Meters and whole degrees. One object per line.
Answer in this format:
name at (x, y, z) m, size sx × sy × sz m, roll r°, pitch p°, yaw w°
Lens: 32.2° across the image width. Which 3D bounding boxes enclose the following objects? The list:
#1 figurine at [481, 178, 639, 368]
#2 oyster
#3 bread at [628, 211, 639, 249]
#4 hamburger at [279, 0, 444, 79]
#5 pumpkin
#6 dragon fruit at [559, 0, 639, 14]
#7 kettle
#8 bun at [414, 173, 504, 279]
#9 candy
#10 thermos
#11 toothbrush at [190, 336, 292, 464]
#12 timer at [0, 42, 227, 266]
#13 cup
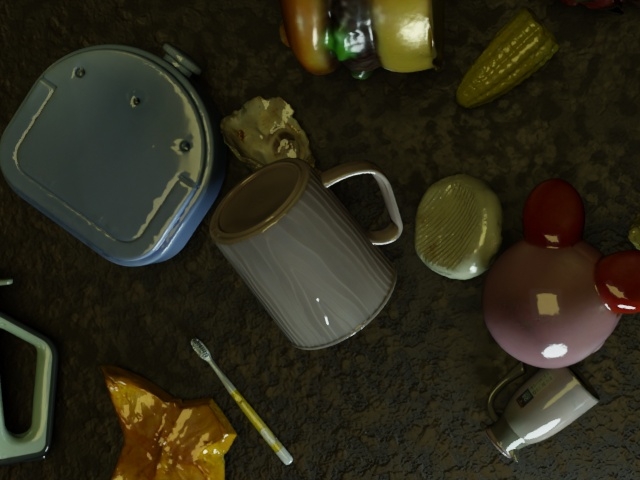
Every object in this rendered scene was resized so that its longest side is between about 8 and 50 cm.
figurine at (0.371, 0.087, 1.783) m, size 0.269 × 0.211 × 0.261 m, roll 44°, pitch 139°, yaw 17°
oyster at (-0.077, -0.144, 1.961) m, size 0.161 × 0.107 × 0.233 m, roll -39°, pitch 77°, yaw -27°
bread at (0.633, -0.006, 1.828) m, size 0.262 × 0.162 × 0.204 m, roll -37°, pitch 82°, yaw -20°
hamburger at (0.060, -0.467, 1.800) m, size 0.277 × 0.396 × 0.396 m, roll 0°, pitch 90°, yaw 9°
pumpkin at (-0.284, 0.379, 2.002) m, size 0.258 × 0.095 × 0.290 m, roll 4°, pitch 88°, yaw 13°
dragon fruit at (0.470, -0.467, 1.829) m, size 0.274 × 0.192 × 0.193 m, roll 3°, pitch 68°, yaw -23°
kettle at (-0.660, 0.234, 2.012) m, size 0.361 × 0.250 × 0.377 m, roll -8°, pitch 92°, yaw -20°
bun at (0.248, -0.022, 1.913) m, size 0.183 × 0.102 × 0.183 m, roll -8°, pitch 79°, yaw 43°
candy at (0.313, -0.302, 1.906) m, size 0.094 × 0.106 × 0.199 m, roll 43°, pitch 104°, yaw -13°
thermos at (0.363, 0.282, 1.908) m, size 0.193 × 0.105 × 0.137 m, roll -43°, pitch 59°, yaw 13°
toothbrush at (-0.145, 0.292, 2.014) m, size 0.021 × 0.024 × 0.288 m, roll -40°, pitch 85°, yaw 5°
timer at (-0.340, -0.174, 1.965) m, size 0.395 × 0.173 × 0.395 m, roll 0°, pitch 90°, yaw 10°
cup at (-0.004, 0.013, 1.836) m, size 0.288 × 0.208 × 0.273 m, roll -20°, pitch 124°, yaw 29°
